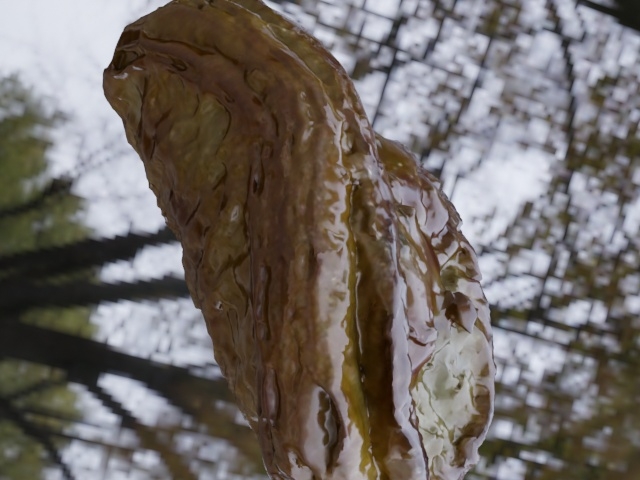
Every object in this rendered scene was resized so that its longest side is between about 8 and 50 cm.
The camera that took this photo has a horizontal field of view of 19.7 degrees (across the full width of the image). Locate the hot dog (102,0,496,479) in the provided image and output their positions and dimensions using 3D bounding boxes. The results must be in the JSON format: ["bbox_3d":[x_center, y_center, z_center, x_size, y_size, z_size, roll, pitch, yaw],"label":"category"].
[{"bbox_3d":[-0.002,0.001,0.456,0.065,0.099,0.147,-32,-123,8],"label":"hot dog"}]
